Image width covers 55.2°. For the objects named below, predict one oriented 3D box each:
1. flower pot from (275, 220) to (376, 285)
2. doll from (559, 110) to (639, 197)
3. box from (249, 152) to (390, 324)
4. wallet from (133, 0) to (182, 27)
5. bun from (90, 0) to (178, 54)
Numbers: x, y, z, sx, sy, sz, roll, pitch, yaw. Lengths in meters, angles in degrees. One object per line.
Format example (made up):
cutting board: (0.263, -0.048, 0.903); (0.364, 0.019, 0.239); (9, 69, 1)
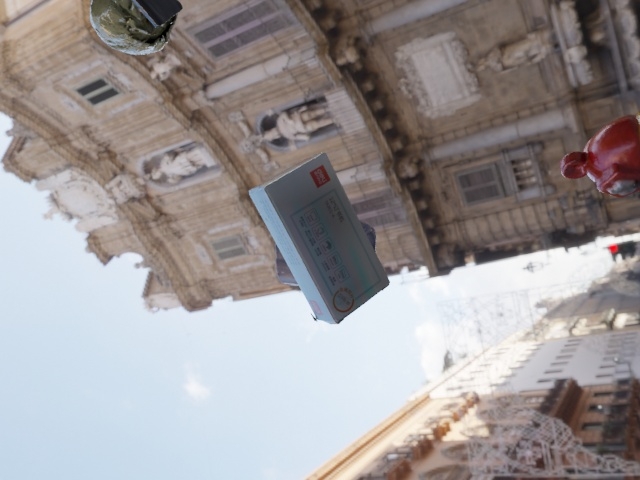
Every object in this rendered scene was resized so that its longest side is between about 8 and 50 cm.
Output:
flower pot: (0.028, 0.020, 1.814); (0.265, 0.243, 0.265); (6, -90, -68)
doll: (0.480, -0.125, 0.739); (0.183, 0.362, 0.160); (49, -142, -50)
box: (0.000, 0.000, 1.042); (0.135, 0.079, 0.269); (-34, -77, -24)
wallet: (-0.455, -0.649, 1.463); (0.285, 0.030, 0.146); (49, -142, -21)
bun: (-0.488, -0.625, 1.679); (0.259, 0.152, 0.259); (-41, -29, -29)
